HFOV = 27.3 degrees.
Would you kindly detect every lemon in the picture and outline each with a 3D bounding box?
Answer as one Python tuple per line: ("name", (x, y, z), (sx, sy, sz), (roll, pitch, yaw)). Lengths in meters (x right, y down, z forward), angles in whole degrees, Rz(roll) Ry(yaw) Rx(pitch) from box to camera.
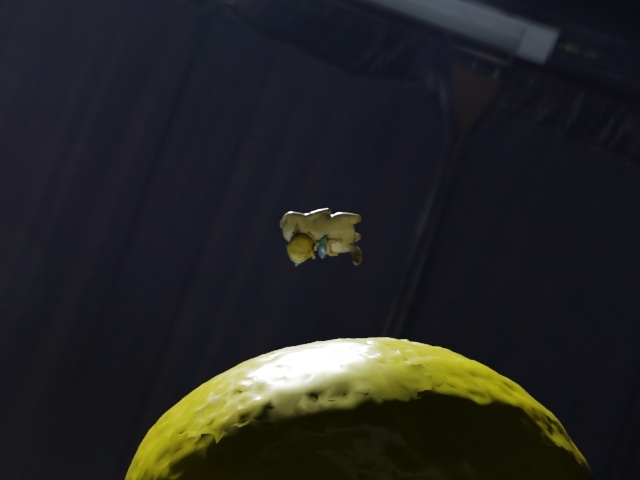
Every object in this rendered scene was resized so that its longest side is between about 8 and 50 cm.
("lemon", (0.024, 0.226, 0.892), (0.348, 0.348, 0.348), (20, -7, 2))

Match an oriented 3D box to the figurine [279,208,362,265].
("figurine", (0.000, 0.000, 1.265), (0.083, 0.051, 0.047), (1, -46, 7))
